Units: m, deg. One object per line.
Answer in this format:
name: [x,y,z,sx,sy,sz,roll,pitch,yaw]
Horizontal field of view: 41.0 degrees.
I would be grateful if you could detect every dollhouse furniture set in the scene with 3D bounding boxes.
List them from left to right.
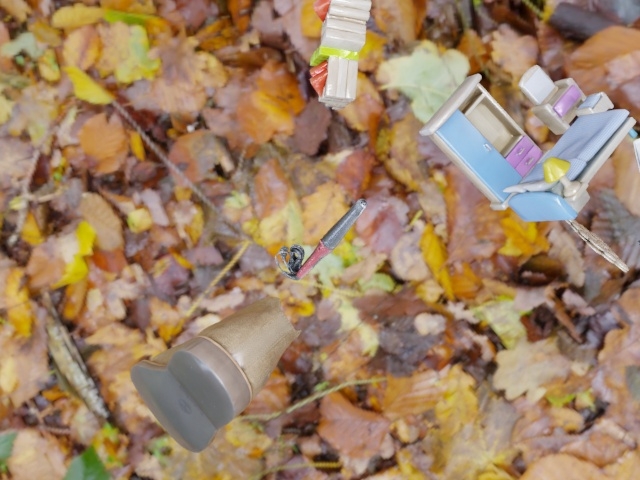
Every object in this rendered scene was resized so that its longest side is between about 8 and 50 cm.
dollhouse furniture set: [0.357,-0.200,1.370,0.198,0.286,0.303,44,169,-14]

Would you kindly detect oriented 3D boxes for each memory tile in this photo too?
memory tile: [0.538,0.003,1.672,0.113,0.148,0.012,31,108,-22]

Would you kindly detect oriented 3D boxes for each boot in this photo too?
boot: [-0.110,0.137,0.879,0.112,0.115,0.305,52,149,-3]

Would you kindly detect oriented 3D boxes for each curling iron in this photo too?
curling iron: [0.000,0.000,1.504,0.068,0.035,0.274,44,140,-7]

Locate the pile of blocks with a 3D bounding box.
pile of blocks: [0.029,-0.451,1.758,0.149,0.112,0.362,-123,42,-68]

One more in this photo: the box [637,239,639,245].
box: [0.492,0.037,1.089,0.114,0.207,0.036,-39,35,5]

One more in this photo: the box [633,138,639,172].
box: [0.659,-0.117,1.470,0.148,0.232,0.127,-19,72,35]
